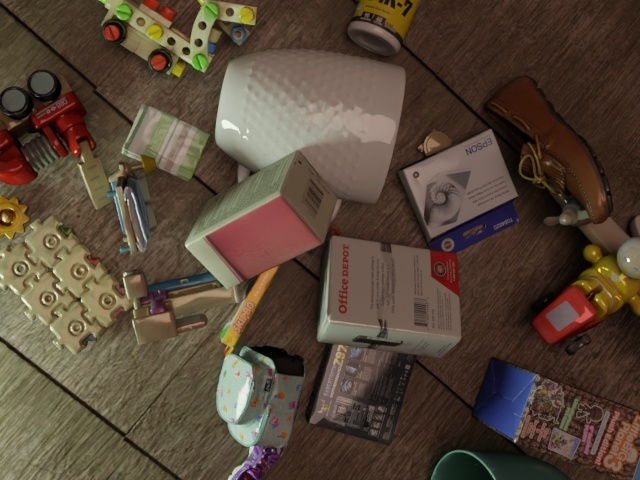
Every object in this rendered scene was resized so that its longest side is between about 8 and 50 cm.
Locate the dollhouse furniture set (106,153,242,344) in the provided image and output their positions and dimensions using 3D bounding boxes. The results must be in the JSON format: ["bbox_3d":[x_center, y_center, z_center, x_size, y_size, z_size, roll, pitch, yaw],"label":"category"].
[{"bbox_3d":[-0.275,-0.009,1.430,0.198,0.286,0.303,-13,103,-10],"label":"dollhouse furniture set"}]

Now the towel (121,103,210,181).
[{"bbox_3d":[-0.314,-0.199,1.560,0.152,0.023,0.113,24,86,-9],"label":"towel"}]

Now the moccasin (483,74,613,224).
[{"bbox_3d":[0.464,-0.180,1.577,0.147,0.139,0.380,-33,62,8],"label":"moccasin"}]

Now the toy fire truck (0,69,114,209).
[{"bbox_3d":[-0.523,-0.163,1.474,0.217,0.158,0.246,-34,85,-9],"label":"toy fire truck"}]

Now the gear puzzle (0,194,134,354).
[{"bbox_3d":[-0.537,0.055,1.510,0.175,0.044,0.339,-43,93,-7],"label":"gear puzzle"}]

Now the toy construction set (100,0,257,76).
[{"bbox_3d":[-0.303,-0.452,1.501,0.327,0.151,0.215,36,108,0],"label":"toy construction set"}]

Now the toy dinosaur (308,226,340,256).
[{"bbox_3d":[0.000,0.000,1.589,0.082,0.090,0.047,-38,84,35],"label":"toy dinosaur"}]

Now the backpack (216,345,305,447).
[{"bbox_3d":[-0.121,0.312,1.507,0.144,0.166,0.188,3,94,-33],"label":"backpack"}]

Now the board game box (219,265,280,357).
[{"bbox_3d":[-0.136,0.110,1.535,0.039,0.124,0.259,27,84,-7],"label":"board game box"}]

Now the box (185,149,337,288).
[{"bbox_3d":[-0.105,-0.036,1.391,0.232,0.149,0.127,-26,118,30],"label":"box"}]

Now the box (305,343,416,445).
[{"bbox_3d":[0.088,0.292,1.605,0.183,0.059,0.233,17,87,-9],"label":"box"}]

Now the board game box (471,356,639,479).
[{"bbox_3d":[0.503,0.370,1.592,0.291,0.232,0.141,21,86,-9],"label":"board game box"}]

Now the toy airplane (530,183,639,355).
[{"bbox_3d":[0.651,0.062,1.601,0.386,0.272,0.384,12,67,4],"label":"toy airplane"}]

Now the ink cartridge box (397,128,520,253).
[{"bbox_3d":[0.307,-0.094,1.643,0.223,0.045,0.224,-26,100,-9],"label":"ink cartridge box"}]

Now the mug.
[{"bbox_3d":[-0.037,-0.190,1.500,0.328,0.276,0.374,12,108,-3],"label":"mug"}]

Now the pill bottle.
[{"bbox_3d":[0.148,-0.505,1.600,0.119,0.119,0.209,24,85,-9],"label":"pill bottle"}]

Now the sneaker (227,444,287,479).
[{"bbox_3d":[-0.122,0.455,1.559,0.068,0.071,0.170,35,83,-8],"label":"sneaker"}]

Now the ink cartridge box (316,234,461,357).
[{"bbox_3d":[0.135,0.115,1.553,0.272,0.114,0.197,9,59,-11],"label":"ink cartridge box"}]

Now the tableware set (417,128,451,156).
[{"bbox_3d":[0.278,-0.154,1.666,0.168,0.020,0.141,21,91,-13],"label":"tableware set"}]

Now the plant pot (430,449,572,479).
[{"bbox_3d":[0.393,0.567,1.551,0.235,0.293,0.293,2,89,-23],"label":"plant pot"}]
